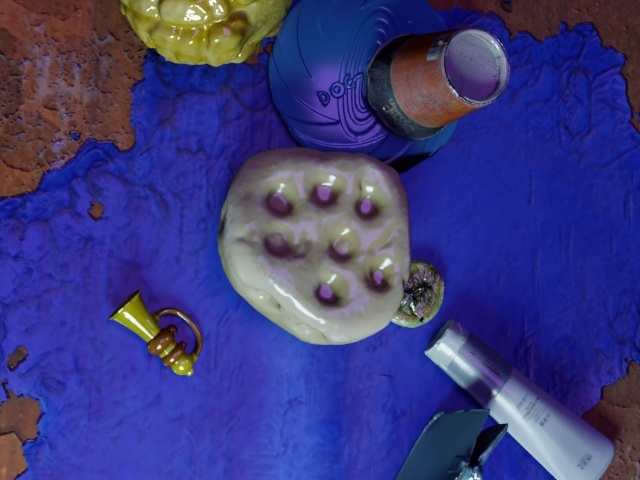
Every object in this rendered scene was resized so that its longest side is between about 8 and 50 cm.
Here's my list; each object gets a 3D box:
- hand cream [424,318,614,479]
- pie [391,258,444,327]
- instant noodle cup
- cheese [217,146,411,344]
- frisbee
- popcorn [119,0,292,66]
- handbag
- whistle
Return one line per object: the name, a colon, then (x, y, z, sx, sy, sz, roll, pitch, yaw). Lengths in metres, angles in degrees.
hand cream: (0.230, 0.189, 1.643, 0.255, 0.048, 0.079, 41, 78, -8)
pie: (0.105, 0.059, 1.643, 0.084, 0.021, 0.084, 2, 80, -14)
instant noodle cup: (0.137, -0.184, 1.594, 0.127, 0.136, 0.127, 3, 84, -27)
cheese: (0.000, 0.000, 1.576, 0.218, 0.117, 0.235, -32, 89, -19)
frisbee: (0.060, -0.195, 1.664, 0.242, 0.045, 0.242, 2, 81, -13)
popcorn: (-0.109, -0.304, 1.544, 0.190, 0.250, 0.250, 26, 75, -3)
handbag: (0.116, 0.284, 1.544, 0.057, 0.144, 0.221, 37, 72, -8)
whistle: (-0.174, 0.100, 1.561, 0.109, 0.057, 0.046, 43, 118, -13)
